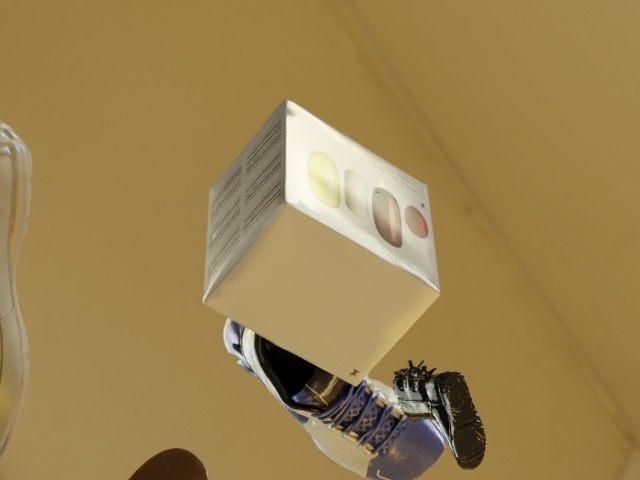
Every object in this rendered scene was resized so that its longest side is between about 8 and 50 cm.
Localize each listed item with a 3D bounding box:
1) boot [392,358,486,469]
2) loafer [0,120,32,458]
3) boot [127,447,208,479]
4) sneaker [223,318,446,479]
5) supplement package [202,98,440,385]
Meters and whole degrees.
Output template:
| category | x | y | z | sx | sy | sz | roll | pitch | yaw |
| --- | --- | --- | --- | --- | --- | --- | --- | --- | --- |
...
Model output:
| category | x | y | z | sx | sy | sz | roll | pitch | yaw |
| --- | --- | --- | --- | --- | --- | --- | --- | --- | --- |
| boot | 0.129 | 0.193 | 1.857 | 0.045 | 0.121 | 0.099 | -23 | -169 | -33 |
| loafer | -0.311 | 0.051 | 1.408 | 0.111 | 0.319 | 0.112 | -13 | -156 | -40 |
| boot | -0.215 | 0.308 | 1.493 | 0.283 | 0.109 | 0.220 | -42 | 165 | -25 |
| sneaker | 0.016 | 0.195 | 2.051 | 0.127 | 0.315 | 0.182 | -50 | -170 | -3 |
| supplement package | 0.000 | 0.000 | 1.722 | 0.149 | 0.194 | 0.203 | -49 | -157 | 27 |
